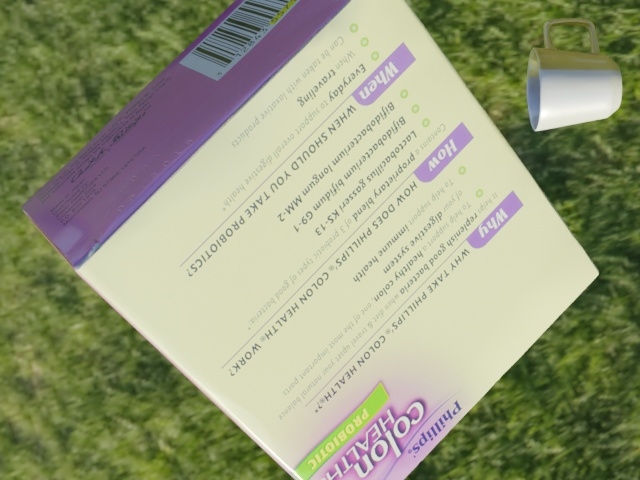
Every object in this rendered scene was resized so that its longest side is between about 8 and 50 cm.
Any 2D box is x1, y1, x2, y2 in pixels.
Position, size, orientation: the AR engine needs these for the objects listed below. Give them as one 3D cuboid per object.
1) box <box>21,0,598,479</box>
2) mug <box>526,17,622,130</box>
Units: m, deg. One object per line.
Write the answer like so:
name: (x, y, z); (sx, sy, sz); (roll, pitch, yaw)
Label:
box: (0.000, 0.000, 0.704); (0.243, 0.213, 0.117); (48, 172, -30)
mug: (0.191, -0.122, 0.929); (0.064, 0.062, 0.078); (-2, 118, 1)
